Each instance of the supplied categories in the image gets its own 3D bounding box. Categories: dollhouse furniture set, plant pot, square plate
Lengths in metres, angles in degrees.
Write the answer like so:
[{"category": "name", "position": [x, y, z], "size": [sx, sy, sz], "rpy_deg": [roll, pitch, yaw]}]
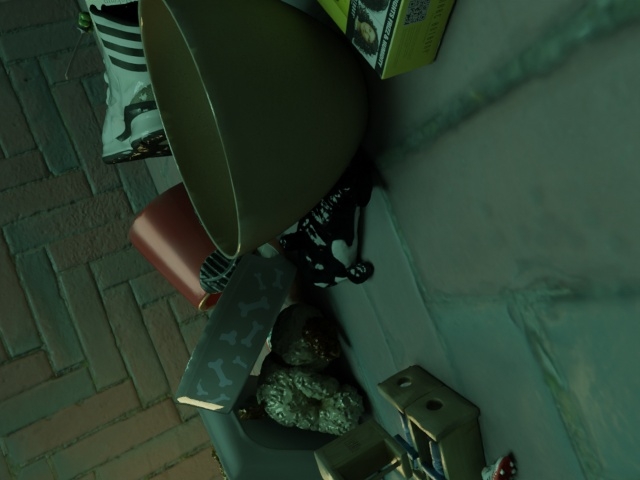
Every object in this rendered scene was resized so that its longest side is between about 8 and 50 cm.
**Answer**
[{"category": "dollhouse furniture set", "position": [0.091, 0.270, 0.634], "size": [0.129, 0.183, 0.130], "rpy_deg": [25, 134, 62]}, {"category": "plant pot", "position": [-0.282, 0.020, 1.246], "size": [0.243, 0.274, 0.275], "rpy_deg": [52, 157, 12]}, {"category": "plant pot", "position": [-0.059, -0.145, 0.569], "size": [0.284, 0.190, 0.284], "rpy_deg": [52, 154, 38]}, {"category": "square plate", "position": [-0.081, 0.379, 1.081], "size": [0.347, 0.343, 0.049], "rpy_deg": [35, 105, 56]}]

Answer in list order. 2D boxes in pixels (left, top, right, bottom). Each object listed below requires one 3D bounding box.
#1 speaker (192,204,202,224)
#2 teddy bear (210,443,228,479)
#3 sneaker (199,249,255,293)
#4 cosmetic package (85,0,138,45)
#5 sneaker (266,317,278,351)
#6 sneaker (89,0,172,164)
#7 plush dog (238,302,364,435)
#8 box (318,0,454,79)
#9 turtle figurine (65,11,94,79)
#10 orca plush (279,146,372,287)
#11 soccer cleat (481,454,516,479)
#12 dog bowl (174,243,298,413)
[{"category": "speaker", "position": [-0.195, -0.080, 1.068], "size": [0.055, 0.136, 0.055], "rpy_deg": [51, 154, 38]}, {"category": "teddy bear", "position": [-0.086, 0.448, 1.169], "size": [0.113, 0.337, 0.245], "rpy_deg": [-49, 47, 20]}, {"category": "sneaker", "position": [-0.181, 0.027, 1.108], "size": [0.081, 0.209, 0.094], "rpy_deg": [37, 178, -1]}, {"category": "cosmetic package", "position": [-0.382, -0.513, 1.022], "size": [0.160, 0.113, 0.310], "rpy_deg": [4, 126, 17]}, {"category": "sneaker", "position": [-0.117, 0.225, 1.329], "size": [0.075, 0.057, 0.161], "rpy_deg": [6, 116, 49]}, {"category": "sneaker", "position": [-0.335, -0.291, 0.965], "size": [0.447, 0.169, 0.258], "rpy_deg": [2, 105, 60]}, {"category": "plush dog", "position": [-0.047, 0.232, 0.992], "size": [0.262, 0.210, 0.226], "rpy_deg": [15, 98, 63]}, {"category": "box", "position": [0.023, -0.252, 0.443], "size": [0.232, 0.058, 0.087], "rpy_deg": [59, 159, 23]}, {"category": "turtle figurine", "position": [-0.443, -0.508, 1.178], "size": [0.197, 0.275, 0.266], "rpy_deg": [26, 143, 10]}, {"category": "orca plush", "position": [0.000, 0.000, 0.702], "size": [0.151, 0.102, 0.287], "rpy_deg": [64, 160, 9]}, {"category": "soccer cleat", "position": [0.200, 0.267, 0.583], "size": [0.035, 0.029, 0.083], "rpy_deg": [37, 149, 48]}, {"category": "dog bowl", "position": [-0.150, 0.168, 0.984], "size": [0.102, 0.349, 0.349], "rpy_deg": [25, 155, -1]}]
